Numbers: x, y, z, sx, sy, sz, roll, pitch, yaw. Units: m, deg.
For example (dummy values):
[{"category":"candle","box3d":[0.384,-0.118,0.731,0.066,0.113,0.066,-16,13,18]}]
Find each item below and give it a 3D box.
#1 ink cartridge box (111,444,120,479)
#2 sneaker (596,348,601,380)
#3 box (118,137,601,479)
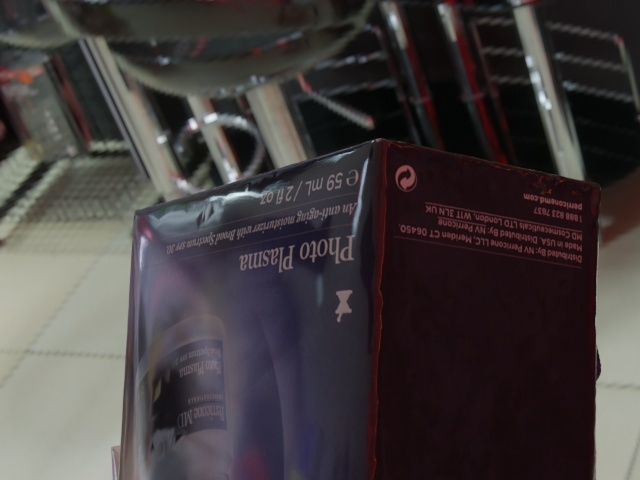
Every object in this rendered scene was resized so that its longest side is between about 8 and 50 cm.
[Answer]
[{"category":"ink cartridge box","box3d":[-0.222,0.329,1.798,0.067,0.115,0.198,-7,-7,29]},{"category":"sneaker","box3d":[0.181,0.046,1.156,0.081,0.080,0.211,-30,40,29]},{"category":"box","box3d":[0.012,0.114,0.830,0.182,0.294,0.296,8,-12,-33]}]
